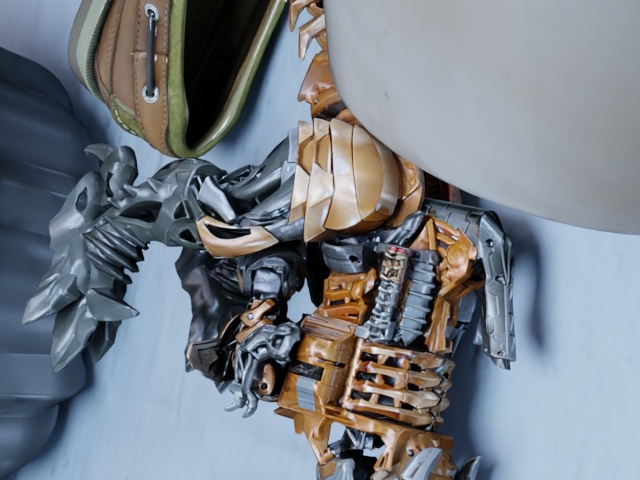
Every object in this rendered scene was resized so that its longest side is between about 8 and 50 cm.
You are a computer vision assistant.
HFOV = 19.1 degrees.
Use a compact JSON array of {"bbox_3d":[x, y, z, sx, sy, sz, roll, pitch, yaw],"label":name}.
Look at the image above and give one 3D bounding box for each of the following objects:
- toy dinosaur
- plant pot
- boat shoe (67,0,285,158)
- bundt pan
[{"bbox_3d":[0.000,0.000,0.925,0.218,0.164,0.322,-14,51,33],"label":"toy dinosaur"},{"bbox_3d":[0.121,-0.166,0.684,0.323,0.323,0.280,48,134,45],"label":"plant pot"},{"bbox_3d":[-0.038,-0.189,1.021,0.104,0.111,0.307,44,125,42],"label":"boat shoe"},{"bbox_3d":[-0.244,0.022,1.198,0.331,0.124,0.330,-16,69,47],"label":"bundt pan"}]
